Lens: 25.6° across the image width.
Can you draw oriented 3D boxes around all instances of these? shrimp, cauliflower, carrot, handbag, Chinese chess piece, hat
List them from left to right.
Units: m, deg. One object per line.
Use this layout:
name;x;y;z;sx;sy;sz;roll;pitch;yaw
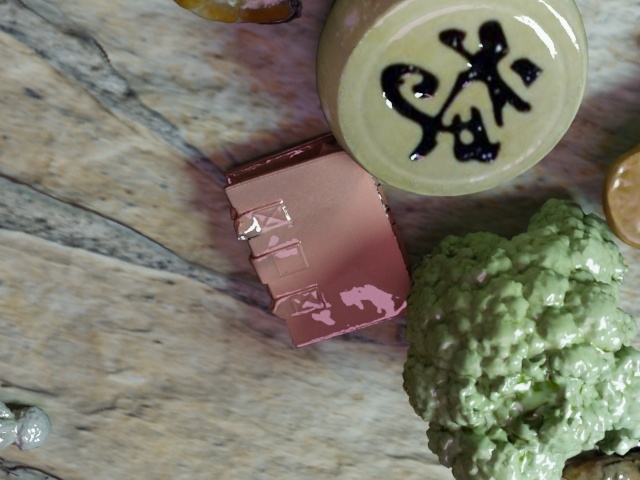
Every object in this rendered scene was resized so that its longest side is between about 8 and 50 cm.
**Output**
hat;-0.379;0.204;1.556;0.162;0.112;0.094;-2;151;-14
shrimp;-0.073;-0.269;1.295;0.166;0.049;0.161;23;121;-19
handbag;0.000;0.000;1.462;0.157;0.059;0.213;-19;120;7
Chinese chess piece;0.123;-0.163;1.326;0.257;0.104;0.257;-4;127;-6
cauliflower;0.228;0.120;1.439;0.281;0.260;0.327;36;72;-49
carrot;0.412;0.286;1.661;0.263;0.102;0.102;7;122;-3

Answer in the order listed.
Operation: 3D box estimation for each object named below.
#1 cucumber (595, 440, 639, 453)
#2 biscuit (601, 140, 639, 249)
cucumber;0.380;0.232;1.651;0.134;0.033;0.034;-3;90;-4
biscuit;0.460;-0.073;1.381;0.351;0.057;0.312;9;95;2
